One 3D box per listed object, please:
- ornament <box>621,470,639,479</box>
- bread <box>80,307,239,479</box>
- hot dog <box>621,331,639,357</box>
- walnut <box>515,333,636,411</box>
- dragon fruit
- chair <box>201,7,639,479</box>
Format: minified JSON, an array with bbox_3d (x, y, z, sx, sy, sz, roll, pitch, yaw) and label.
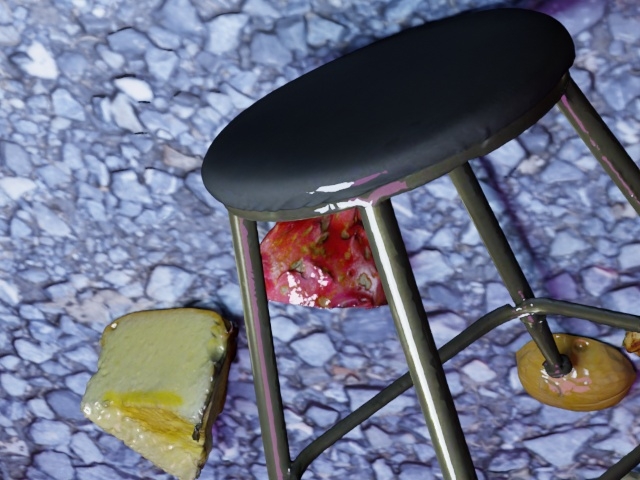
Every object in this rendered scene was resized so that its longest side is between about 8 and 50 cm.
[{"bbox_3d":[0.444,0.293,1.916,0.230,0.061,0.245,-20,129,34],"label":"ornament"},{"bbox_3d":[-0.126,0.156,1.857,0.160,0.140,0.169,-17,134,44],"label":"bread"},{"bbox_3d":[0.332,0.078,1.738,0.049,0.037,0.122,25,143,-29],"label":"hot dog"},{"bbox_3d":[0.249,0.140,1.810,0.121,0.052,0.091,9,140,8],"label":"walnut"},{"bbox_3d":[0.000,0.000,1.700,0.153,0.153,0.111,6,95,8],"label":"dragon fruit"},{"bbox_3d":[0.120,0.054,1.486,0.362,0.364,0.410,13,130,57],"label":"chair"}]
